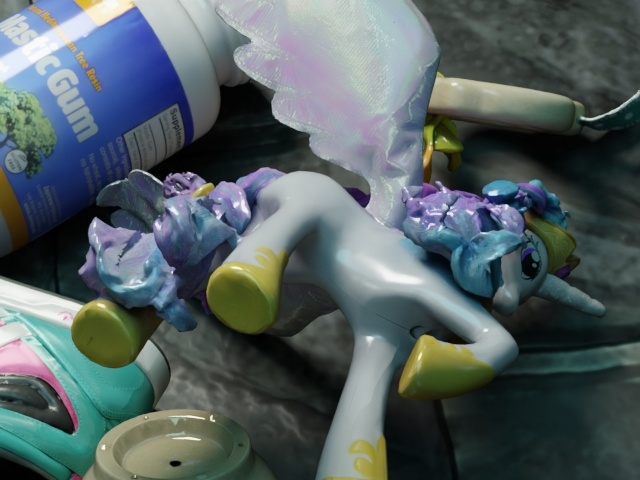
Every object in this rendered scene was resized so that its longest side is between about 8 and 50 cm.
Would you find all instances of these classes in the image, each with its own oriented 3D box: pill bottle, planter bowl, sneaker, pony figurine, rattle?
[{"bbox_3d":[-0.172,-0.116,1.363,0.272,0.152,0.152,-34,59,-18],"label":"pill bottle"},{"bbox_3d":[-0.089,0.174,1.135,0.162,0.109,0.162,-1,23,1],"label":"planter bowl"},{"bbox_3d":[-0.270,0.113,1.229,0.295,0.124,0.178,14,47,12],"label":"sneaker"},{"bbox_3d":[0.000,0.000,1.182,0.351,0.303,0.363,35,31,10],"label":"pony figurine"},{"bbox_3d":[0.154,-0.057,1.364,0.199,0.130,0.143,9,75,-31],"label":"rattle"}]
